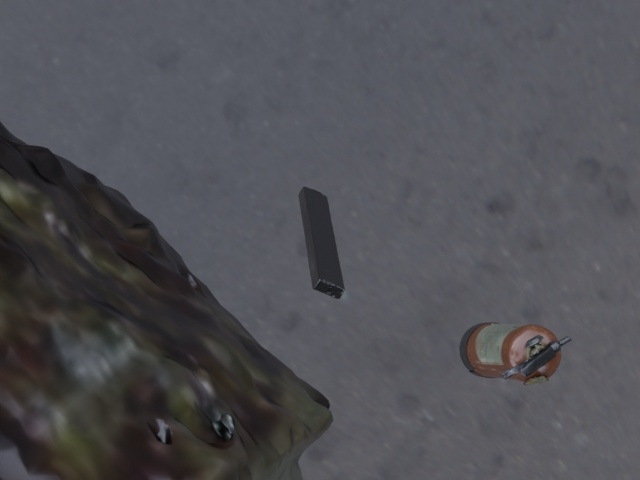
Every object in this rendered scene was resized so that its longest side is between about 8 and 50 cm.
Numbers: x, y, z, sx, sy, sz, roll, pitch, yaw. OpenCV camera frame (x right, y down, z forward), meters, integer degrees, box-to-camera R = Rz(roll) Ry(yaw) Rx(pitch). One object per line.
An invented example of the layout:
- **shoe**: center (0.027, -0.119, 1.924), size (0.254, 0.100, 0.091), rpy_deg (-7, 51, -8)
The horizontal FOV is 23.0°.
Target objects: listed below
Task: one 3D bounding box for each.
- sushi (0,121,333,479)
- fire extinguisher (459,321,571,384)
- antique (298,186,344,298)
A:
- **sushi**: center (-0.190, 0.076, 0.514), size (0.294, 0.299, 0.281), rpy_deg (43, 121, -3)
- **fire extinguisher**: center (0.158, 0.094, 1.296), size (0.062, 0.177, 0.050), rpy_deg (-28, 93, -10)
- **antique**: center (0.000, 0.000, 1.561), size (0.031, 0.192, 0.015), rpy_deg (26, 114, -18)
